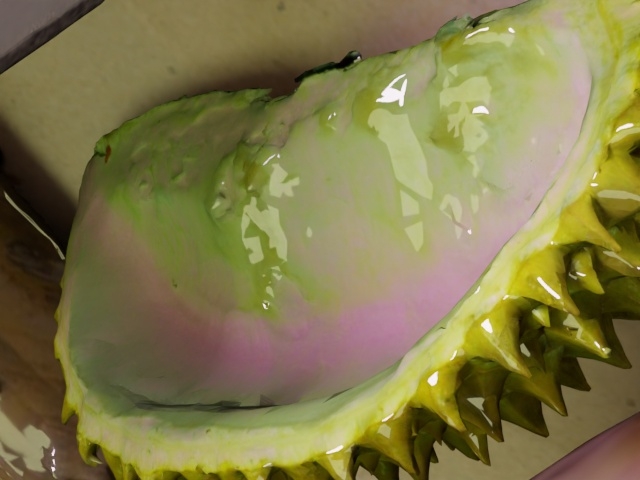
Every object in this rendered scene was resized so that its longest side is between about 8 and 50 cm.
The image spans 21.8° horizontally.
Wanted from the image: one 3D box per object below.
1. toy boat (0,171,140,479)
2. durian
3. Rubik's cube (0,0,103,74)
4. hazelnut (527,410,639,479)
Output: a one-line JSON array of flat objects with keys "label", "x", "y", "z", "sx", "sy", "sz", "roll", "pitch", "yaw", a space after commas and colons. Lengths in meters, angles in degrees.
[{"label": "toy boat", "x": -0.221, "y": 0.014, "z": 0.813, "sx": 0.445, "sy": 0.136, "sz": 0.162, "roll": 49, "pitch": 142, "yaw": -7}, {"label": "durian", "x": 0.006, "y": 0.007, "z": 0.621, "sx": 0.355, "sy": 0.157, "sz": 0.169, "roll": -20, "pitch": 92, "yaw": 44}, {"label": "Rubik's cube", "x": -0.253, "y": -0.219, "z": 0.498, "sx": 0.344, "sy": 0.344, "sz": 0.337, "roll": 19, "pitch": 132, "yaw": 23}, {"label": "hazelnut", "x": 0.164, "y": 0.227, "z": 0.540, "sx": 0.372, "sy": 0.372, "sz": 0.315, "roll": 49, "pitch": 161, "yaw": -5}]
